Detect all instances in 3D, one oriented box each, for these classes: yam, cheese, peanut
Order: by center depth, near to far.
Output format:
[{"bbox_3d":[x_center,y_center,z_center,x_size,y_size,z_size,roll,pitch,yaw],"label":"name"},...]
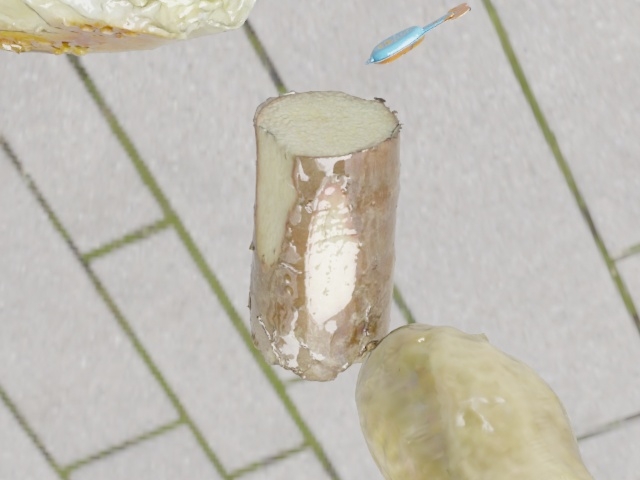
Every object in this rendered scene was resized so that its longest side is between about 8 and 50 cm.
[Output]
[{"bbox_3d":[0.111,0.150,1.144,0.129,0.224,0.129,-24,152,-14],"label":"peanut"},{"bbox_3d":[0.002,0.000,1.503,0.128,0.129,0.238,2,115,-1],"label":"yam"},{"bbox_3d":[0.089,-0.191,1.623,0.111,0.047,0.017,-29,111,9],"label":"cheese"}]

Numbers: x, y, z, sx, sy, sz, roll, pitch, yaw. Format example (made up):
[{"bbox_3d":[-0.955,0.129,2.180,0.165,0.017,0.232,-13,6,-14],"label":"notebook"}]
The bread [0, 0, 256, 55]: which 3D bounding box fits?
[{"bbox_3d":[-0.191,-0.198,1.052,0.314,0.192,0.171,8,80,-10],"label":"bread"}]
